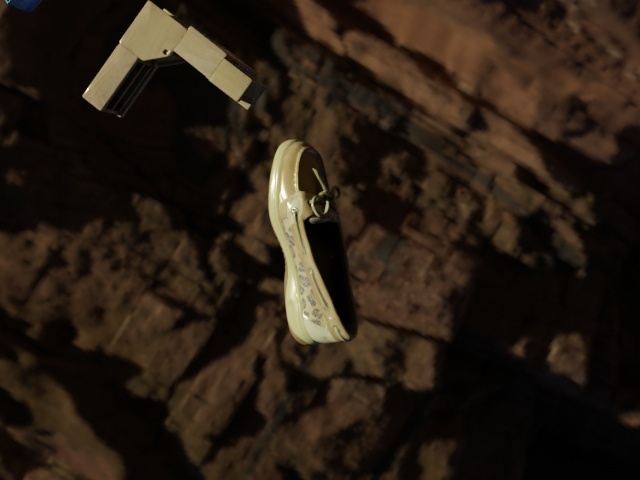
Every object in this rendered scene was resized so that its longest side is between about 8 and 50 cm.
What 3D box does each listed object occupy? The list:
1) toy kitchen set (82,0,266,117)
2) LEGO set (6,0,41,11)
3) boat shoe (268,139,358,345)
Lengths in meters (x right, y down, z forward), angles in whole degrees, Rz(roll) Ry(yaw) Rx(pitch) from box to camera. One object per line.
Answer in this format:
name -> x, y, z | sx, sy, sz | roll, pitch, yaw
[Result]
toy kitchen set -> -0.086, -0.094, 0.753 | 0.083, 0.075, 0.068 | 38, -172, 10
LEGO set -> -0.293, -0.302, 1.224 | 0.093, 0.087, 0.227 | 17, -144, -56
boat shoe -> 0.000, 0.000, 1.627 | 0.089, 0.285, 0.104 | -6, -176, 41
